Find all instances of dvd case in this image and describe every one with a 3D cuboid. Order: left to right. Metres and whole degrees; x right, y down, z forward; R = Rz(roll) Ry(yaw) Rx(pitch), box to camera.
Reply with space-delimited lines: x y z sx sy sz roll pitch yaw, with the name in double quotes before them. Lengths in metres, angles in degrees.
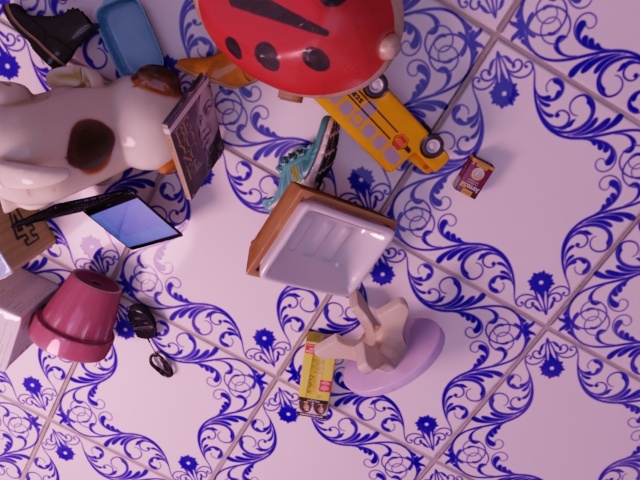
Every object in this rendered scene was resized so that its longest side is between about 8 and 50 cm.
"dvd case" -0.259 -0.215 1.210 0.018 0.164 0.221 16 147 14

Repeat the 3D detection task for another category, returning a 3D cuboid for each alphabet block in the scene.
"alphabet block" -0.799 -0.013 1.378 0.193 0.197 0.193 -18 108 12

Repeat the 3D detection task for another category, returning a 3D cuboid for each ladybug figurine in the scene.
"ladybug figurine" -0.062 -0.412 1.010 0.449 0.162 0.305 27 119 25

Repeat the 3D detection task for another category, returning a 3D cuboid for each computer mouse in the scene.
"computer mouse" -0.445 0.265 1.538 0.071 0.041 0.242 -6 117 17

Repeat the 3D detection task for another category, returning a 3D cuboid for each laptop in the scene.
"laptop" -0.495 -0.023 1.286 0.234 0.264 0.136 -12 97 41

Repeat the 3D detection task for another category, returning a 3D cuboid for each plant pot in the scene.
"plant pot" -0.593 0.178 1.444 0.201 0.201 0.180 27 95 -5

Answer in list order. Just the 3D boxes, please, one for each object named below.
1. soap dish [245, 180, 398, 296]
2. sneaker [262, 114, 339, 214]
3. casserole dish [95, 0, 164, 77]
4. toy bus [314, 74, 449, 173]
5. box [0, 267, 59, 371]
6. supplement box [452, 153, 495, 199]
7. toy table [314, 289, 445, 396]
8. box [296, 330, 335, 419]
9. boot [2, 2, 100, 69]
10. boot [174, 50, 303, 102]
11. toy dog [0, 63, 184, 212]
"soap dish" 0.000 0.000 1.281 0.291 0.118 0.229 15 118 -39
"sneaker" -0.045 -0.161 1.295 0.110 0.107 0.275 33 109 7
"casserole dish" -0.410 -0.438 1.257 0.114 0.037 0.188 -17 109 12
"toy bus" 0.118 -0.258 1.200 0.130 0.108 0.333 -43 113 14
"box" -0.783 0.197 1.465 0.119 0.181 0.181 26 112 -4
"supplement box" 0.341 -0.143 1.287 0.055 0.043 0.083 25 112 -5
"toy table" 0.135 0.241 1.371 0.274 0.252 0.161 -39 120 10
"box" -0.008 0.354 1.509 0.087 0.058 0.232 10 112 3
"boot" -0.576 -0.472 1.244 0.137 0.077 0.198 -44 83 2
"boot" -0.147 -0.422 1.210 0.295 0.104 0.211 11 107 -4
"toy dog" -0.464 -0.232 1.172 0.408 0.395 0.284 -19 109 -27
